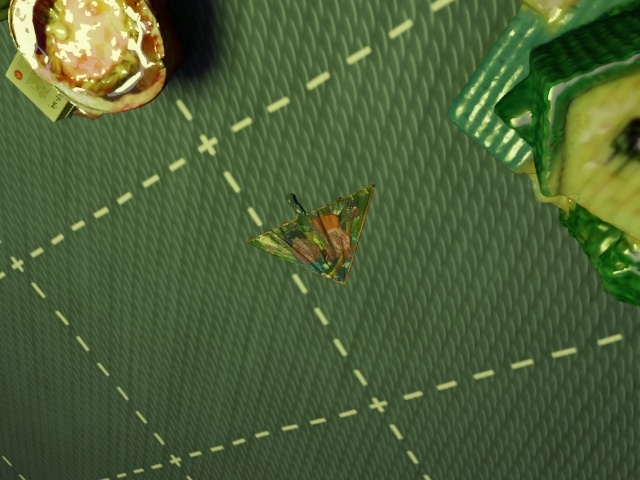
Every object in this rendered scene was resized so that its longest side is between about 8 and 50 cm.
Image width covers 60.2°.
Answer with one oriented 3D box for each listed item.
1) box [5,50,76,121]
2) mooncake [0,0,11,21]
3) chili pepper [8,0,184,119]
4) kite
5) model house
[{"bbox_3d":[-0.529,-0.358,1.114,0.141,0.058,0.201,44,120,-7],"label":"box"},{"bbox_3d":[-0.637,-0.509,0.951,0.135,0.275,0.275,-28,111,-15],"label":"mooncake"},{"bbox_3d":[-0.343,-0.367,0.934,0.251,0.305,0.229,34,115,-16],"label":"chili pepper"},{"bbox_3d":[0.000,0.000,1.147,0.321,0.016,0.234,-23,107,27],"label":"kite"},{"bbox_3d":[0.358,-0.161,0.726,0.342,0.382,0.335,31,120,-5],"label":"model house"}]
